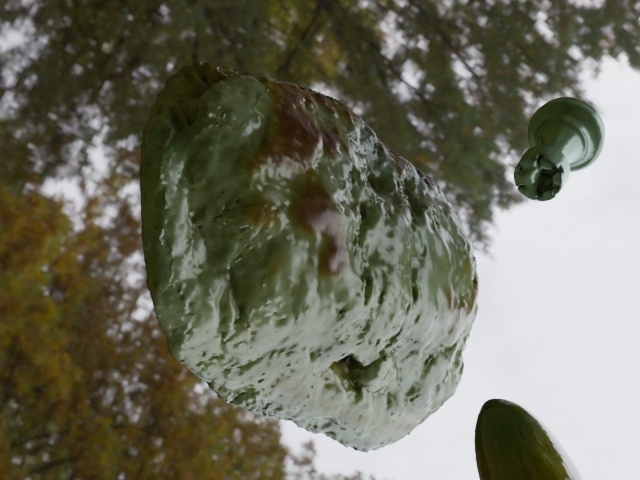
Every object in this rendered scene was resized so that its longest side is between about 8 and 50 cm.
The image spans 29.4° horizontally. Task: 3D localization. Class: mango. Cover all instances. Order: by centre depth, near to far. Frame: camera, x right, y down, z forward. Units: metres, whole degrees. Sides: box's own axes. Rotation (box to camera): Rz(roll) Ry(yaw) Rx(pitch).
[{"bbox_3d":[0.192,0.244,1.004,0.091,0.237,0.137,-28,178,3],"label":"mango"}]

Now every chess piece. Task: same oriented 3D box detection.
[{"bbox_3d":[0.195,-0.073,1.019,0.067,0.067,0.103,-33,-171,38],"label":"chess piece"}]

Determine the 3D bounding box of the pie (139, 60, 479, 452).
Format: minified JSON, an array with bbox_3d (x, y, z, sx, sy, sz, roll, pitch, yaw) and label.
[{"bbox_3d":[0.000,0.000,0.666,0.090,0.248,0.201,-20,-124,39],"label":"pie"}]
